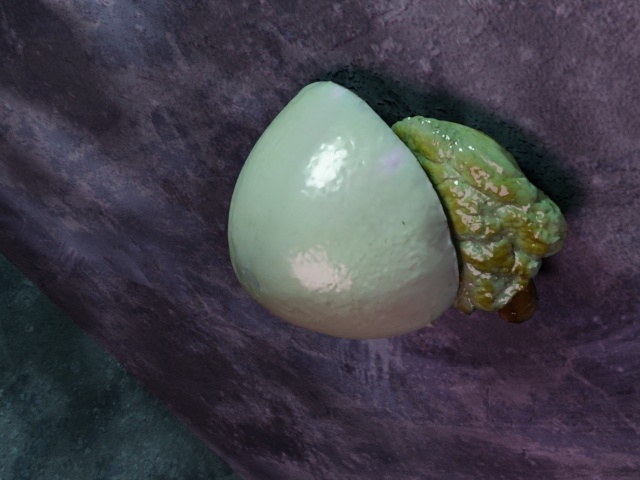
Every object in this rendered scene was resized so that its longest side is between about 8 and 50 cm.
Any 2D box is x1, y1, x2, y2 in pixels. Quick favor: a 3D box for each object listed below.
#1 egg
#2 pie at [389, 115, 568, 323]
[{"bbox_3d":[0.000,0.000,1.262,0.337,0.201,0.337,45,157,25],"label":"egg"},{"bbox_3d":[0.158,-0.031,1.238,0.257,0.105,0.274,36,153,19],"label":"pie"}]
